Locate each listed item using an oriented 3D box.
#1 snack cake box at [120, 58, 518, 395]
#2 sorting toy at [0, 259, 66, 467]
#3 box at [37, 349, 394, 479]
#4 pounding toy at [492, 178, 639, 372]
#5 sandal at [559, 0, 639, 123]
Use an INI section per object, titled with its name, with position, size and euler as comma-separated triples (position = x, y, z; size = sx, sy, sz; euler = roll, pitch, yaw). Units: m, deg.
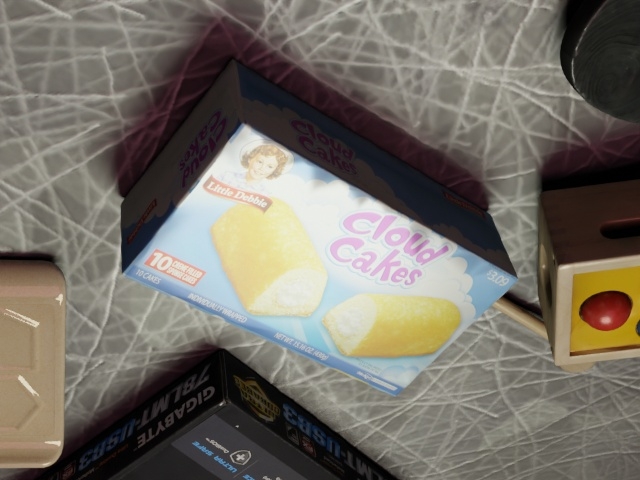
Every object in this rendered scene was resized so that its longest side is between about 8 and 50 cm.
[snack cake box]
position = 0.000, 0.000, 0.814
size = 0.264, 0.089, 0.152
euler = 27, 120, -29
[sorting toy]
position = -0.306, 0.100, 0.873
size = 0.193, 0.038, 0.208
euler = 2, 124, -12
[box]
position = -0.105, 0.272, 1.027
size = 0.293, 0.073, 0.295
euler = -36, 126, 16
[pounding toy]
position = 0.224, 0.059, 0.888
size = 0.181, 0.094, 0.206
euler = -7, 136, 4
[sandal]
position = 0.396, -0.136, 0.769
size = 0.446, 0.107, 0.167
euler = 0, 129, -12
